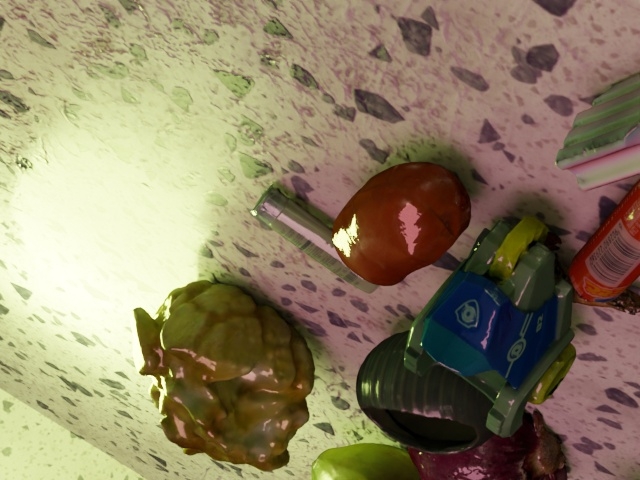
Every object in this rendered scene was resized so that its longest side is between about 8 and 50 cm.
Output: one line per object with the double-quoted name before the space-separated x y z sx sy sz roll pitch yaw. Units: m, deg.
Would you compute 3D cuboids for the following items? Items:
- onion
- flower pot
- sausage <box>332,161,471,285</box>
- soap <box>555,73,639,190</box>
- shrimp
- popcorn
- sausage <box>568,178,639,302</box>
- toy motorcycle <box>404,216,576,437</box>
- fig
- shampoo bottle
"onion" 0.230 0.377 2.004 0.348 0.159 0.267 -3 134 46
"flower pot" 0.168 0.225 1.814 0.243 0.157 0.189 8 143 39
"sausage" 0.095 -0.023 1.516 0.133 0.133 0.258 35 156 -7
"soap" 0.310 -0.114 1.178 0.056 0.100 0.149 39 151 -19
"shrimp" 0.320 0.037 1.489 0.178 0.034 0.124 17 148 44
"popcorn" -0.173 0.225 2.094 0.292 0.293 0.334 -125 31 -57
"sausage" 0.353 -0.017 1.326 0.074 0.074 0.274 28 152 5
"toy motorcycle" 0.205 0.110 1.511 0.191 0.200 0.326 35 158 22
"fig" 0.095 0.482 2.240 0.271 0.239 0.239 34 155 22
"shampoo bottle" 0.000 0.000 1.727 0.212 0.049 0.072 36 156 -11
